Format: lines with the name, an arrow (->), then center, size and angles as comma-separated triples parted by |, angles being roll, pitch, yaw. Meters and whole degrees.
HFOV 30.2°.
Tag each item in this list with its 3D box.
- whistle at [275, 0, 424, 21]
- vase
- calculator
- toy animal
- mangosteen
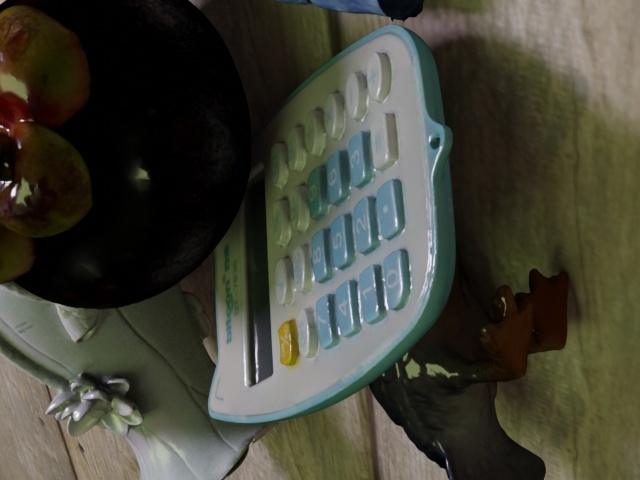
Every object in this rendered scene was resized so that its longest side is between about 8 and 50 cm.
whistle -> -0.052, -0.213, 0.899 | 0.304, 0.062, 0.062 | 19, 133, 41
vase -> -0.230, 0.066, 1.207 | 0.445, 0.250, 0.250 | 54, 147, -15
calculator -> 0.000, 0.000, 0.905 | 0.386, 0.054, 0.256 | 140, 131, -58
toy animal -> 0.098, 0.070, 0.919 | 0.185, 0.122, 0.298 | 6, 117, 43
mangosteen -> -0.196, -0.076, 0.934 | 0.275, 0.302, 0.275 | 4, 100, 26
